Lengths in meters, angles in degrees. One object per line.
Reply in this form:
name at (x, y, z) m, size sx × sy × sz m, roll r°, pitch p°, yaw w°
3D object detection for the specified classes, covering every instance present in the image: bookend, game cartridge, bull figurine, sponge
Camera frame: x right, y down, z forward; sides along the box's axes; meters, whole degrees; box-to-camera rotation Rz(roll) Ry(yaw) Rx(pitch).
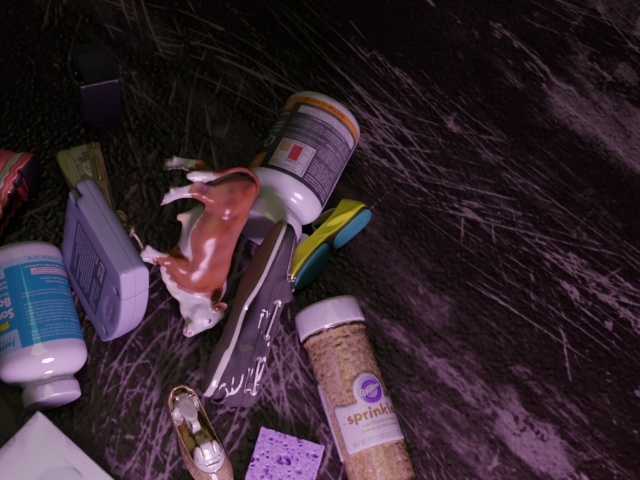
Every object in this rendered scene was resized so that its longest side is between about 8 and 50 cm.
bookend at (-0.430, -0.316, 1.650) m, size 0.072 × 0.157 × 0.156 m, roll -16°, pitch 73°, yaw -17°
game cartridge at (-0.355, 0.049, 1.442) m, size 0.062 × 0.297 × 0.198 m, roll -30°, pitch 78°, yaw -29°
bull figurine at (-0.216, 0.007, 1.511) m, size 0.188 × 0.101 × 0.310 m, roll 18°, pitch 97°, yaw -27°
sponge at (-0.078, 0.432, 1.484) m, size 0.117 × 0.031 × 0.210 m, roll 19°, pitch 66°, yaw -3°

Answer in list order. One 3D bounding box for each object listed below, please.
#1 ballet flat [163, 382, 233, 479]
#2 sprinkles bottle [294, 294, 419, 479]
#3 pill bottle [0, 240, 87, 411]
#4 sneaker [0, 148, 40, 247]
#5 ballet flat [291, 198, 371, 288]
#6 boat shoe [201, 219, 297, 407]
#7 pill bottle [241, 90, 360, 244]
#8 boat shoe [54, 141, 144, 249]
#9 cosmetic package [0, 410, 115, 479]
ballet flat at (-0.208, 0.331, 1.480) m, size 0.073 × 0.067 × 0.206 m, roll -27°, pitch 76°, yaw -21°
sprinkles bottle at (0.062, 0.277, 1.525) m, size 0.121 × 0.121 × 0.355 m, roll -14°, pitch 72°, yaw -16°
pill bottle at (-0.475, 0.144, 1.462) m, size 0.146 × 0.146 × 0.264 m, roll -15°, pitch 71°, yaw -16°
sneaker at (-0.620, -0.037, 1.543) m, size 0.136 × 0.116 × 0.314 m, roll 19°, pitch 59°, yaw 8°
ballet flat at (0.000, 0.000, 1.659) m, size 0.077 × 0.077 × 0.231 m, roll 32°, pitch 61°, yaw 26°
boat shoe at (-0.102, 0.130, 1.527) m, size 0.095 × 0.112 × 0.335 m, roll 24°, pitch 91°, yaw -18°
pill bottle at (-0.048, -0.129, 1.645) m, size 0.162 × 0.162 × 0.278 m, roll 27°, pitch 65°, yaw 1°
boat shoe at (-0.386, -0.057, 1.583) m, size 0.089 × 0.104 × 0.285 m, roll -25°, pitch 74°, yaw -16°
cosmetic package at (-0.433, 0.430, 1.359) m, size 0.224 × 0.138 × 0.224 m, roll 41°, pitch 66°, yaw 7°
